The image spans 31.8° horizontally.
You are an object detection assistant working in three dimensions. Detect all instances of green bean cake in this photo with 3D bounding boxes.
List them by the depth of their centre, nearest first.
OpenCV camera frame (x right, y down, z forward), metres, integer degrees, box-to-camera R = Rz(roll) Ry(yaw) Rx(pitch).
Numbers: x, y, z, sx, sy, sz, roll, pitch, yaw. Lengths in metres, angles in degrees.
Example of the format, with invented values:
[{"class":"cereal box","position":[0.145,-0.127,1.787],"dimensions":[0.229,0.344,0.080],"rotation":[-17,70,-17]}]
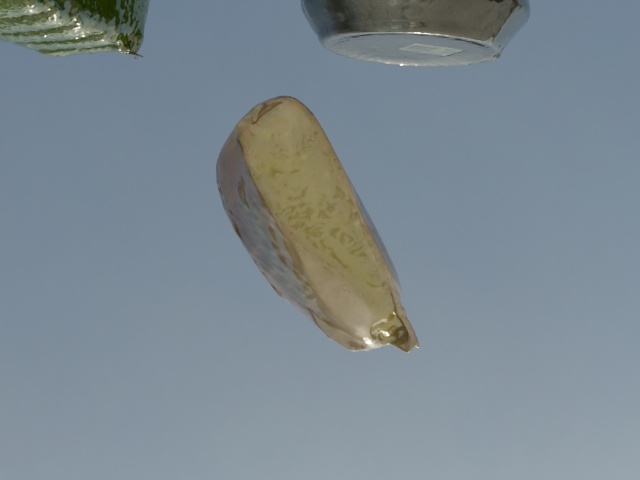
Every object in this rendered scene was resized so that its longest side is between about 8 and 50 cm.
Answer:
[{"class":"green bean cake","position":[-0.282,-0.321,1.131],"dimensions":[0.157,0.250,0.246],"rotation":[3,-91,20]}]

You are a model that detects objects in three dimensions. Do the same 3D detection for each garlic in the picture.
[{"class":"garlic","position":[-0.007,-0.009,0.746],"dimensions":[0.087,0.101,0.195],"rotation":[-30,-71,-10]}]

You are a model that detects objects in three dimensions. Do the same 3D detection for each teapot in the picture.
[{"class":"teapot","position":[0.135,-0.377,1.243],"dimensions":[0.300,0.253,0.343],"rotation":[3,-89,-3]}]
